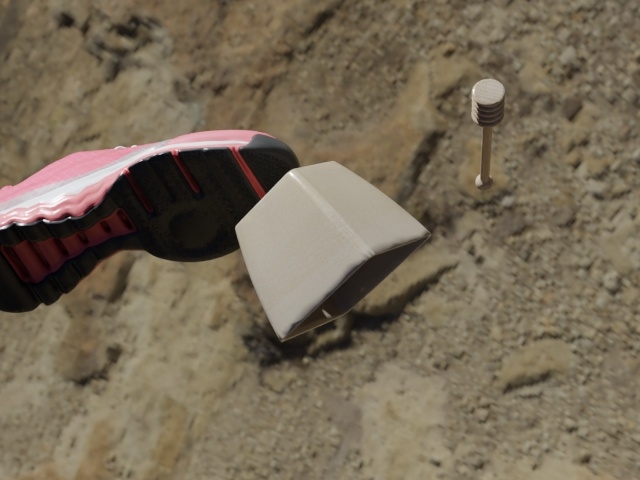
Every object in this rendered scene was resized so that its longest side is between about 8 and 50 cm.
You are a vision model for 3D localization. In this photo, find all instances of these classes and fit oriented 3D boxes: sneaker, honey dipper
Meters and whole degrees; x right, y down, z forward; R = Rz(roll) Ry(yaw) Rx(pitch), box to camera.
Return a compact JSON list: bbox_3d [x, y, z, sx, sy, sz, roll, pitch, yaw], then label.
[{"bbox_3d":[-0.172,-0.048,1.100,0.314,0.116,0.136,-16,36,9],"label":"sneaker"},{"bbox_3d":[0.158,-0.093,1.182,0.030,0.160,0.030,-3,61,6],"label":"honey dipper"}]

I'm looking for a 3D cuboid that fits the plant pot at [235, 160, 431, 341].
[{"bbox_3d":[0.000,0.000,0.976,0.109,0.109,0.096,-45,76,28],"label":"plant pot"}]
